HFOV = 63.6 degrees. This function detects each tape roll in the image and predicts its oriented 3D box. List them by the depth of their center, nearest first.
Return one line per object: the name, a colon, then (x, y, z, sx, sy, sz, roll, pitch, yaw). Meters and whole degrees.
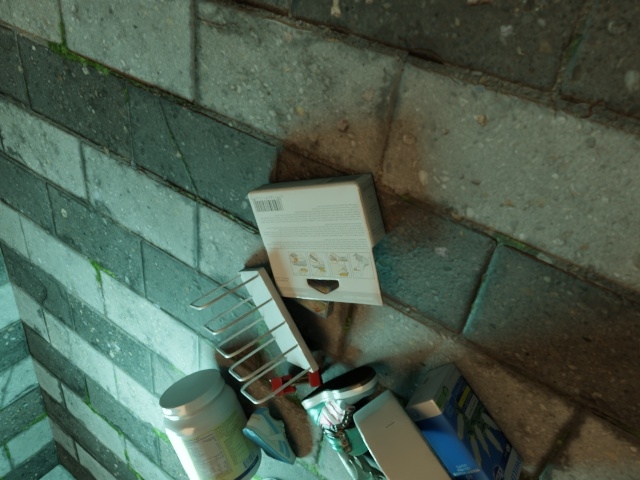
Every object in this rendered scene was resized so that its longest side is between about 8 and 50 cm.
tape roll: (0.187, 0.452, 1.068, 0.286, 0.100, 0.286, 55, 179, 2)

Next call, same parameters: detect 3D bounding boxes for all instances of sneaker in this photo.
sneaker: (0.078, 0.423, 1.247, 0.179, 0.123, 0.295, 56, 142, 6)
sneaker: (-0.134, 0.593, 1.549, 0.087, 0.092, 0.229, -5, 130, 38)

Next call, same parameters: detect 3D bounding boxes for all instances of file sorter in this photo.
file sorter: (-0.169, 0.229, 1.262, 0.278, 0.173, 0.192, 62, 159, -8)

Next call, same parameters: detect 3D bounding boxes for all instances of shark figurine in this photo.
shark figurine: (0.097, 0.614, 1.285, 0.166, 0.116, 0.278, 37, 173, 2)

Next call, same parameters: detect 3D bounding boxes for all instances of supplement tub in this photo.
supplement tub: (-0.342, 0.592, 1.605, 0.235, 0.235, 0.325, -8, 109, 41)

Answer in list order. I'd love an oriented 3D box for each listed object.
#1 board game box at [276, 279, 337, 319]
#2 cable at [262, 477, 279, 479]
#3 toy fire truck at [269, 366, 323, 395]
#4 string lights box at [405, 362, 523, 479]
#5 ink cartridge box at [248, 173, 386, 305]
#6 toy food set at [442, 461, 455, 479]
board game box: (-0.036, 0.109, 1.230, 0.154, 0.026, 0.104, 27, 129, 24)
cable: (-0.131, 0.921, 1.728, 0.257, 0.089, 0.257, -13, 107, 41)
toy fire truck: (-0.063, 0.373, 1.356, 0.192, 0.135, 0.047, 94, 164, -72)
string lights box: (0.296, 0.400, 1.055, 0.076, 0.133, 0.260, -35, 91, 39)
ink cartridge box: (0.000, 0.000, 1.109, 0.296, 0.066, 0.261, 0, 113, 38)
toy food set: (0.281, 0.547, 1.183, 0.191, 0.038, 0.133, -10, 69, 29)
